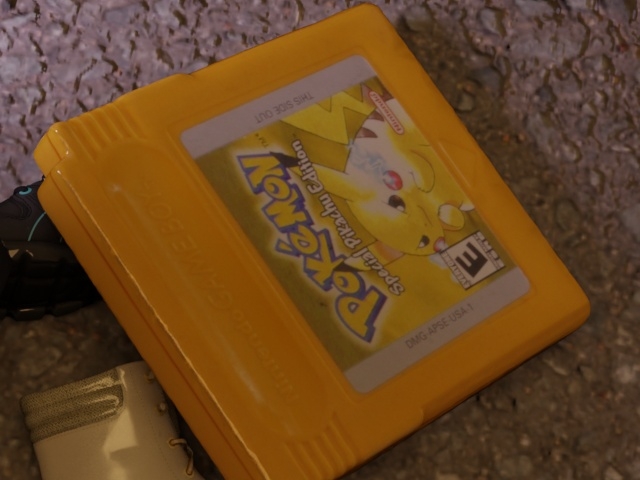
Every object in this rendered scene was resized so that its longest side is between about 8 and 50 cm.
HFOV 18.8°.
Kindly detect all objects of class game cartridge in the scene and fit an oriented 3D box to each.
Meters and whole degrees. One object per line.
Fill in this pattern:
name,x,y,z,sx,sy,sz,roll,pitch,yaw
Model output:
game cartridge,0.000,0.000,1.285,0.323,0.052,0.285,-27,78,-43

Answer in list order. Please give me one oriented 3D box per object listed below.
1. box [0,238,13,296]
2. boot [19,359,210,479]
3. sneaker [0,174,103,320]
box,-0.351,0.111,1.051,0.212,0.293,0.395,17,73,6
boot,-0.085,0.157,1.282,0.213,0.077,0.165,-9,73,-11
sneaker,-0.157,-0.010,1.319,0.267,0.101,0.106,-2,64,-19
